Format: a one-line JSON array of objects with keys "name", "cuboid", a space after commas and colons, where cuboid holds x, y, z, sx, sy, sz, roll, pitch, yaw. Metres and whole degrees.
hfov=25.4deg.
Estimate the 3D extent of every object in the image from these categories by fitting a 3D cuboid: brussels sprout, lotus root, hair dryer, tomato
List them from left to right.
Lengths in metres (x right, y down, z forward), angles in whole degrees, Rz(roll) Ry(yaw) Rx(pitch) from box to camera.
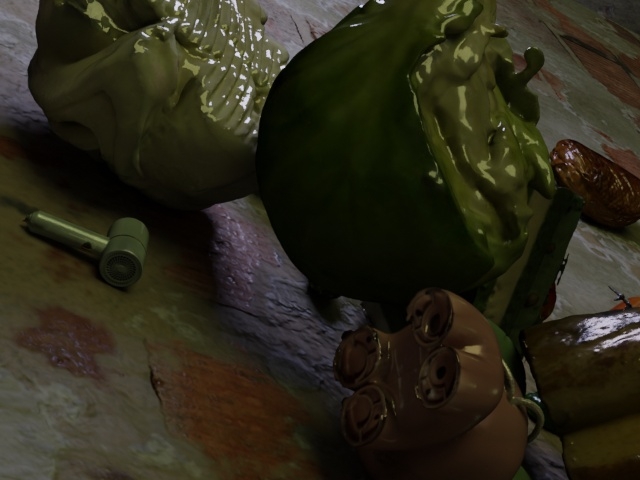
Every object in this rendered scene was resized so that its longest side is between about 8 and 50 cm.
[{"name": "hair dryer", "cuboid": [-0.253, -0.004, 1.531, 0.137, 0.047, 0.082, 20, 26, -12]}, {"name": "brussels sprout", "cuboid": [0.082, -0.110, 1.581, 0.315, 0.371, 0.276, 0, -20, 34]}, {"name": "tomato", "cuboid": [0.302, 0.075, 2.040, 0.087, 0.075, 0.087, 27, 21, -11]}, {"name": "lotus root", "cuboid": [0.365, 0.204, 1.567, 0.316, 0.250, 0.316, 51, 24, -34]}]

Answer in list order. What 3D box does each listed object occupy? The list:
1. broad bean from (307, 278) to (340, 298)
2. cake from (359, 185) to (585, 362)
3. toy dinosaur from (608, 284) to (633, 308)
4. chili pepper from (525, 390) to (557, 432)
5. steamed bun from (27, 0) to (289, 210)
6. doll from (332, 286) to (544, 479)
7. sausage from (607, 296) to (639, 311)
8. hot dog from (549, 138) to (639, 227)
[{"name": "broad bean", "cuboid": [0.000, 0.000, 1.836, 0.256, 0.052, 0.052, -103, 173, -61]}, {"name": "cake", "cuboid": [0.181, 0.031, 1.740, 0.158, 0.283, 0.172, 7, 21, -46]}, {"name": "toy dinosaur", "cuboid": [0.469, 0.158, 2.066, 0.082, 0.039, 0.208, -15, 80, -53]}, {"name": "chili pepper", "cuboid": [0.382, 0.224, 1.854, 0.257, 0.074, 0.100, 11, 49, -31]}, {"name": "steamed bun", "cuboid": [-0.206, -0.193, 1.712, 0.352, 0.247, 0.339, 37, 35, -38]}, {"name": "doll", "cuboid": [0.150, 0.179, 1.477, 0.268, 0.216, 0.284, 23, 50, -38]}, {"name": "sausage", "cuboid": [0.434, 0.134, 2.121, 0.053, 0.053, 0.348, 41, 25, 16]}, {"name": "hot dog", "cuboid": [0.508, -0.103, 2.602, 0.227, 0.099, 0.160, 24, 26, -25]}]
